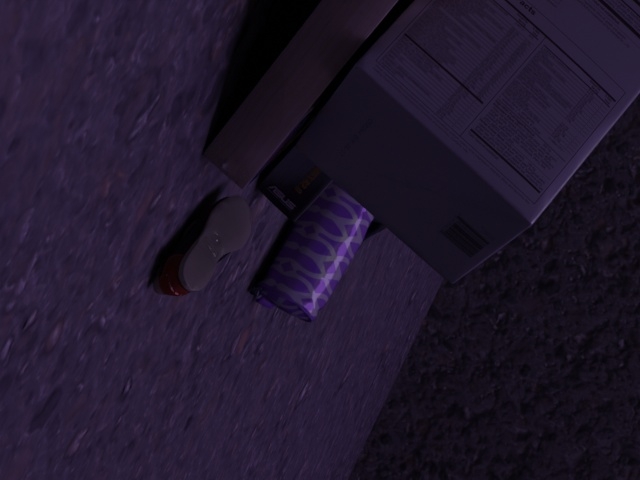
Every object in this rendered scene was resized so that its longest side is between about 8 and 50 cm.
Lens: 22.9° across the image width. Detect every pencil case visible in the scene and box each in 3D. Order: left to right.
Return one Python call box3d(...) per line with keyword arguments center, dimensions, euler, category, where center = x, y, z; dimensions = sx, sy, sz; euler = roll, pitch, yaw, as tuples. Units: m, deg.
box3d(center=(0.000, 0.000, 1.880), dimensions=(0.206, 0.086, 0.088), euler=(-58, -157, -14), category="pencil case")

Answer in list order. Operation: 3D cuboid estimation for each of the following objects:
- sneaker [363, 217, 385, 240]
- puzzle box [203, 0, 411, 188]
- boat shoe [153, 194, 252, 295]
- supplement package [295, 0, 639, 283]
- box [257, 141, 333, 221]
box3d(center=(0.080, -0.091, 1.983), dimensions=(0.121, 0.111, 0.300), euler=(-53, 164, -26), category="sneaker")
box3d(center=(0.073, -0.239, 1.376), dimensions=(0.409, 0.052, 0.272), euler=(-48, 180, 39), category="puzzle box")
box3d(center=(-0.108, 0.005, 1.470), dimensions=(0.043, 0.049, 0.137), euler=(-16, -153, 38), category="boat shoe")
box3d(center=(0.153, -0.139, 1.402), dimensions=(0.262, 0.198, 0.199), euler=(-49, -179, -23), category="supplement package")
box3d(center=(0.047, -0.138, 1.673), dimensions=(0.183, 0.056, 0.231), euler=(-45, -177, 36), category="box")
